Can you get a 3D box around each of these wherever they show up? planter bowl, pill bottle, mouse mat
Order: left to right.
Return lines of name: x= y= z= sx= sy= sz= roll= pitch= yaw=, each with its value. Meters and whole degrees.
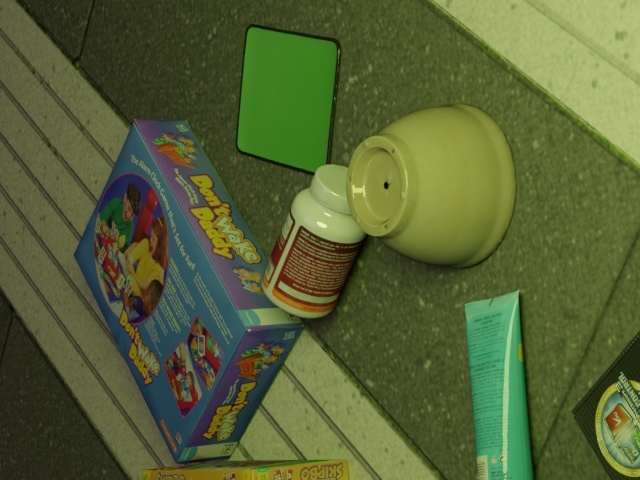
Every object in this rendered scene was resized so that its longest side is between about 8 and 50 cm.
mouse mat: x=-0.038 y=-0.159 z=1.908 sx=0.189 sy=0.007 sz=0.153 roll=20 pitch=107 yaw=54
pill bottle: x=0.000 y=0.000 z=1.792 sx=0.086 sy=0.086 sz=0.152 roll=52 pitch=131 yaw=39
planter bowl: x=0.094 y=-0.053 z=1.640 sx=0.162 sy=0.109 sz=0.162 roll=2 pitch=92 yaw=55

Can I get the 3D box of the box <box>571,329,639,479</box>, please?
box: x=0.336 y=0.176 z=1.353 sx=0.216 sy=0.060 sz=0.270 roll=-56 pitch=48 yaw=38

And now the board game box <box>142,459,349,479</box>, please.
board game box: x=-0.081 y=0.262 z=1.880 sx=0.259 sy=0.124 sz=0.039 roll=-7 pitch=85 yaw=54

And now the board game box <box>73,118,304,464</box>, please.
board game box: x=-0.166 y=0.057 z=2.031 sx=0.347 sy=0.078 sz=0.233 roll=59 pitch=135 yaw=34

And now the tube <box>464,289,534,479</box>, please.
tube: x=0.168 y=0.154 z=1.601 sx=0.080 sy=0.052 sz=0.207 roll=-17 pitch=72 yaw=48
